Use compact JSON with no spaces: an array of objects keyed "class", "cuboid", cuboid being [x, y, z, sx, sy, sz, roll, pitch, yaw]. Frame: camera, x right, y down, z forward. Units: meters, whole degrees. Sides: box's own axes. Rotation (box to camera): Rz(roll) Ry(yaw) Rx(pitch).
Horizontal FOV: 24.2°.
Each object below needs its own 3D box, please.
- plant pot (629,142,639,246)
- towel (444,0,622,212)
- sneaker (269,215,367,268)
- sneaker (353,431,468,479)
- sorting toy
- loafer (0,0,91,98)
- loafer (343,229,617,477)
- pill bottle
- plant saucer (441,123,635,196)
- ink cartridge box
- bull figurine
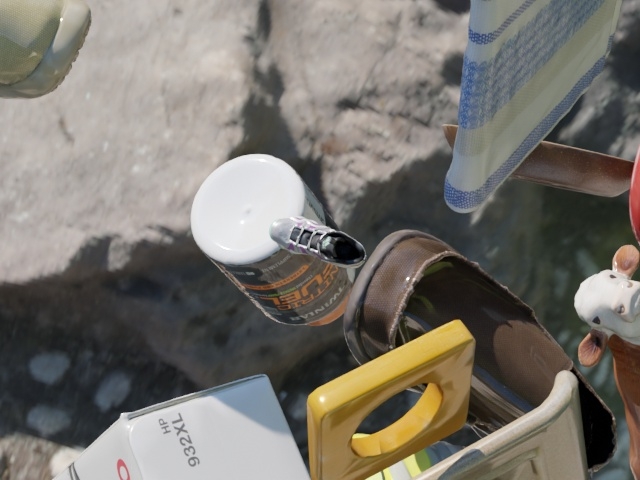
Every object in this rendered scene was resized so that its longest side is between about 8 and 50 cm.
[{"class":"plant pot","cuboid":[0.375,-0.044,1.309,0.174,0.191,0.191,14,52,32]},{"class":"towel","cuboid":[0.141,-0.172,0.920,0.034,0.285,0.209,26,51,23]},{"class":"sneaker","cuboid":[0.000,0.000,1.430,0.098,0.069,0.038,15,88,-5]},{"class":"sneaker","cuboid":[0.037,0.324,1.245,0.147,0.145,0.384,15,42,1]},{"class":"sorting toy","cuboid":[0.042,0.155,0.631,0.196,0.347,0.047,-32,57,-7]},{"class":"loafer","cuboid":[-0.265,-0.152,1.080,0.092,0.268,0.102,37,65,-33]},{"class":"loafer","cuboid":[0.160,0.104,1.313,0.366,0.130,0.133,35,79,-44]},{"class":"pill bottle","cuboid":[-0.039,0.013,1.647,0.130,0.245,0.130,-8,64,17]},{"class":"plant saucer","cuboid":[0.207,-0.071,1.392,0.199,0.198,0.036,12,93,-11]},{"class":"ink cartridge box","cuboid":[-0.110,0.263,1.162,0.129,0.307,0.223,-15,75,-32]},{"class":"bull figurine","cuboid":[0.310,0.137,1.209,0.188,0.310,0.101,19,55,35]}]
